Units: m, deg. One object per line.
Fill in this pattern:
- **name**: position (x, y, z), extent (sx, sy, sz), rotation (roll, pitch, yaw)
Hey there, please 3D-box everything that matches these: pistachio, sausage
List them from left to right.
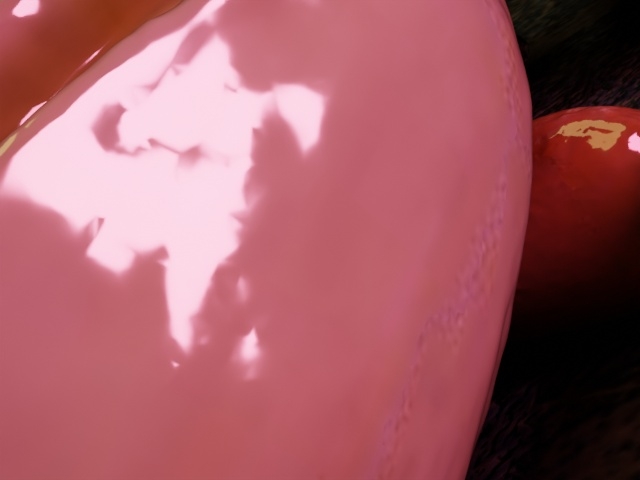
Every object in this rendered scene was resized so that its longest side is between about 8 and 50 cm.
- **pistachio**: position (-0.057, 0.032, 0.427), extent (0.208, 0.226, 0.332), rotation (27, 67, 33)
- **sausage**: position (0.052, 0.006, 0.541), extent (0.194, 0.077, 0.077), rotation (-20, 21, 42)

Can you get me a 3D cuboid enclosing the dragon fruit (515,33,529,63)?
- **dragon fruit**: position (0.022, -0.151, 0.850), extent (0.269, 0.198, 0.200), rotation (-44, 25, 53)
